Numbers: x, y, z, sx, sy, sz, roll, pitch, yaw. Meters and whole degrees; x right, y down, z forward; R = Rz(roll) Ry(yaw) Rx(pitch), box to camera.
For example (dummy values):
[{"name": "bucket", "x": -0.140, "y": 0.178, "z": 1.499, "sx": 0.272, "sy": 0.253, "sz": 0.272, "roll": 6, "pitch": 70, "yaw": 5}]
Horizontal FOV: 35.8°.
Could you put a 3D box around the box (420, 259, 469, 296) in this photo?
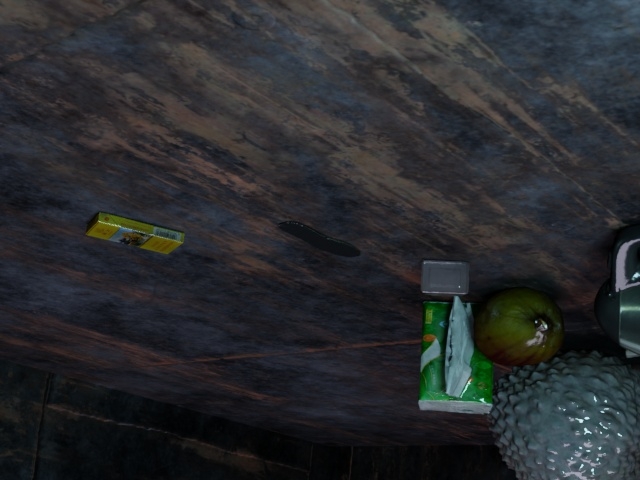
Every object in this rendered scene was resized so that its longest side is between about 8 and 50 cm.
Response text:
[{"name": "box", "x": 0.223, "y": 0.071, "z": 1.777, "sx": 0.085, "sy": 0.060, "sz": 0.063, "roll": 2, "pitch": 165, "yaw": 8}]

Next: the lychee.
[{"name": "lychee", "x": 0.585, "y": 0.422, "z": 2.248, "sx": 0.432, "sy": 0.380, "sz": 0.380, "roll": 14, "pitch": 170, "yaw": 41}]

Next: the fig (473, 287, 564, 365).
[{"name": "fig", "x": 0.380, "y": 0.156, "z": 1.823, "sx": 0.170, "sy": 0.145, "sz": 0.274, "roll": 2, "pitch": 171, "yaw": -3}]

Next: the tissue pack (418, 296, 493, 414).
[{"name": "tissue pack", "x": 0.272, "y": 0.227, "z": 1.977, "sx": 0.148, "sy": 0.209, "sz": 0.156, "roll": 3, "pitch": 160, "yaw": 8}]

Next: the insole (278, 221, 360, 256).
[{"name": "insole", "x": 0.000, "y": 0.000, "z": 1.712, "sx": 0.064, "sy": 0.004, "sz": 0.188, "roll": -12, "pitch": 154, "yaw": 40}]

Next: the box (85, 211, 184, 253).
[{"name": "box", "x": -0.327, "y": -0.012, "z": 1.746, "sx": 0.155, "sy": 0.023, "sz": 0.087, "roll": 15, "pitch": 162, "yaw": -24}]

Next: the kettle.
[{"name": "kettle", "x": 0.566, "y": 0.105, "z": 1.549, "sx": 0.271, "sy": 0.207, "sz": 0.251, "roll": 1, "pitch": 161, "yaw": 19}]
